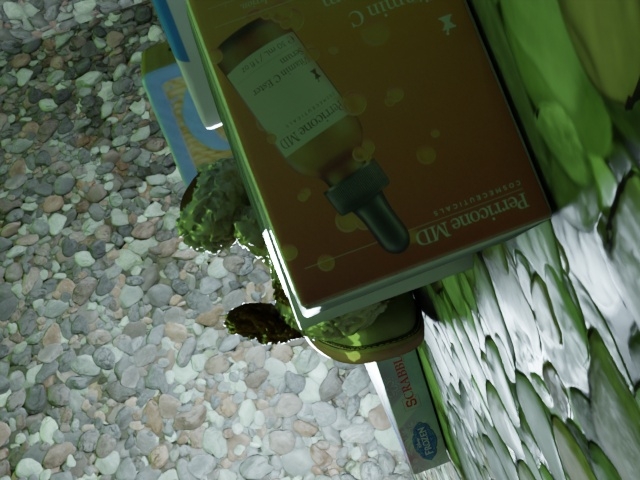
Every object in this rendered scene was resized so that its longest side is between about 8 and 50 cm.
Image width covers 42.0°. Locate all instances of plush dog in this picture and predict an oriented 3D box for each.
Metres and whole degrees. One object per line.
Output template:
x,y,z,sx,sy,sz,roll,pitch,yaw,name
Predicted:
0.000,0.000,0.874,0.211,0.262,0.225,24,-135,-44,plush dog

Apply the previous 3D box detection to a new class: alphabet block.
-0.149,-0.215,1.256,0.197,0.193,0.192,-117,8,-66,alphabet block

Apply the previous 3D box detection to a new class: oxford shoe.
0.026,0.023,1.038,0.397,0.141,0.146,-121,18,-67,oxford shoe

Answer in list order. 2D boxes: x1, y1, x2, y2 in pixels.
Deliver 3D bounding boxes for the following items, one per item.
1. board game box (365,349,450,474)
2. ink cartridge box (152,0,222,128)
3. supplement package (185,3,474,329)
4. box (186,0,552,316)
0.097,0.157,1.358,0.318,0.066,0.318,-115,5,-64,board game box
-0.130,-0.366,0.864,0.285,0.166,0.394,79,170,-68,ink cartridge box
0.001,-0.081,0.615,0.133,0.139,0.244,74,176,-46,supplement package
0.021,-0.062,0.437,0.091,0.130,0.170,93,156,-82,box
